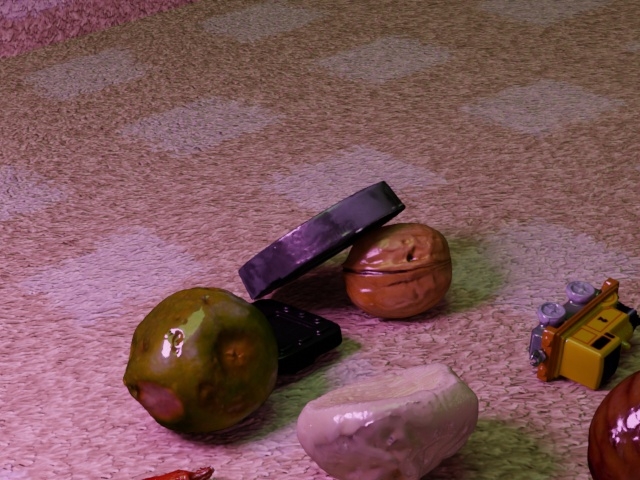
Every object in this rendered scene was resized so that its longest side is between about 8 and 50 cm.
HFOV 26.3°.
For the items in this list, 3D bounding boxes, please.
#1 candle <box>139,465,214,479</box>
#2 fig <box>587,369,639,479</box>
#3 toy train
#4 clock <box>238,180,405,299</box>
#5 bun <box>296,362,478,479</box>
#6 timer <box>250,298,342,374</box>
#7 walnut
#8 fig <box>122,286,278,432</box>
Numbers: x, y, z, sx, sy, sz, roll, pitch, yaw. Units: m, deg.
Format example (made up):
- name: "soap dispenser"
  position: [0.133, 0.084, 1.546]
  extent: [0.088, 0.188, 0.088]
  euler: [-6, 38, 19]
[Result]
- name: "candle"
  position: [-0.204, 0.320, 1.717]
  extent: [0.162, 0.048, 0.053]
  euler: [-19, 64, -24]
- name: "fig"
  position: [0.421, 0.231, 1.544]
  extent: [0.235, 0.235, 0.214]
  euler: [-9, 27, -5]
- name: "toy train"
  position: [0.375, 0.131, 1.917]
  extent: [0.127, 0.089, 0.219]
  euler: [27, 39, 32]
- name: "clock"
  position: [0.000, 0.000, 2.111]
  extent: [0.280, 0.055, 0.280]
  euler: [-31, -4, -3]
- name: "bun"
  position: [0.089, 0.239, 1.700]
  extent: [0.231, 0.133, 0.231]
  euler: [-14, 3, 1]
- name: "timer"
  position: [-0.075, 0.147, 2.020]
  extent: [0.144, 0.055, 0.187]
  euler: [-24, 27, -36]
- name: "walnut"
  position: [0.117, 0.046, 2.077]
  extent: [0.180, 0.144, 0.144]
  euler: [-4, 25, -19]
- name: "fig"
  position: [-0.194, 0.167, 1.896]
  extent: [0.206, 0.206, 0.275]
  euler: [-26, 10, -35]
